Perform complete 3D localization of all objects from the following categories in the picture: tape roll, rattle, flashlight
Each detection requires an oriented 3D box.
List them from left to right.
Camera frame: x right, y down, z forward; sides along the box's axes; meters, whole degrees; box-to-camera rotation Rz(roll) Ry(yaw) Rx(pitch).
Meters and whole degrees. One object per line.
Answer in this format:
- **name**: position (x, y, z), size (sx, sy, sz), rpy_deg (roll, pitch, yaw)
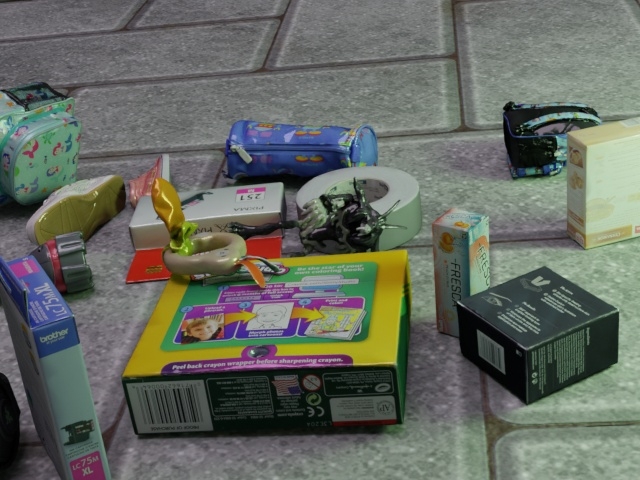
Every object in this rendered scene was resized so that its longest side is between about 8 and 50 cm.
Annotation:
- **flashlight**: position (-0.535, 0.065, 1.766), size (0.304, 0.103, 0.103), rpy_deg (-13, 31, -13)
- **rattle**: position (-0.154, -0.014, 1.573), size (0.130, 0.142, 0.200), rpy_deg (-3, 9, -38)
- **tape roll**: position (0.068, -0.056, 1.882), size (0.219, 0.072, 0.219), rpy_deg (-5, 27, 3)

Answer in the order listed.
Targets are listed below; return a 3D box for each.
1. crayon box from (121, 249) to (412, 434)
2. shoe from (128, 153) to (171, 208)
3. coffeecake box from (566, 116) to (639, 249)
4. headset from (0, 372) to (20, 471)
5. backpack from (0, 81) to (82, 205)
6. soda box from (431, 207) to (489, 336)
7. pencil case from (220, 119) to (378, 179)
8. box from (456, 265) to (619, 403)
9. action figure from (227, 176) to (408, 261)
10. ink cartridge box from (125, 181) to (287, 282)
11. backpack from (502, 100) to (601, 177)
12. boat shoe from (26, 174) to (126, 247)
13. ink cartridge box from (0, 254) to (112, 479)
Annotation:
- **crayon box**: position (-0.059, 0.136, 1.505), size (0.363, 0.106, 0.313), rpy_deg (-4, 26, 9)
- **shoe**: position (-0.337, -0.118, 2.107), size (0.081, 0.063, 0.178), rpy_deg (-4, 31, -5)
- **coffeecake box**: position (0.478, -0.094, 1.730), size (0.142, 0.185, 0.068), rpy_deg (-13, 28, -12)
- **headset**: position (-0.491, 0.283, 1.343), size (0.244, 0.185, 0.394), rpy_deg (-21, 15, -16)
- **backpack**: position (-0.607, -0.181, 2.109), size (0.191, 0.225, 0.254), rpy_deg (36, 37, 31)
- **soda box**: position (0.203, 0.048, 1.526), size (0.063, 0.183, 0.058), rpy_deg (16, 35, 34)
- **pencil case**: position (-0.044, -0.172, 2.076), size (0.306, 0.119, 0.133), rpy_deg (4, 6, 22)
- **box**: position (0.296, 0.125, 1.454), size (0.158, 0.093, 0.156), rpy_deg (-20, 30, -21)
- **action figure**: position (0.000, 0.000, 1.709), size (0.276, 0.164, 0.141), rpy_deg (-14, 15, 8)
- **ink cartridge box**: position (-0.202, -0.018, 1.890), size (0.275, 0.060, 0.239), rpy_deg (-6, 26, 3)
- **backpack**: position (0.439, -0.196, 2.010), size (0.173, 0.116, 0.158), rpy_deg (-6, 27, 3)
- **boat shoe**: position (-0.471, -0.051, 1.986), size (0.096, 0.098, 0.277), rpy_deg (4, 20, 22)
- **ink cartridge box**: position (-0.337, 0.150, 1.322), size (0.065, 0.311, 0.186), rpy_deg (-21, 31, -22)
